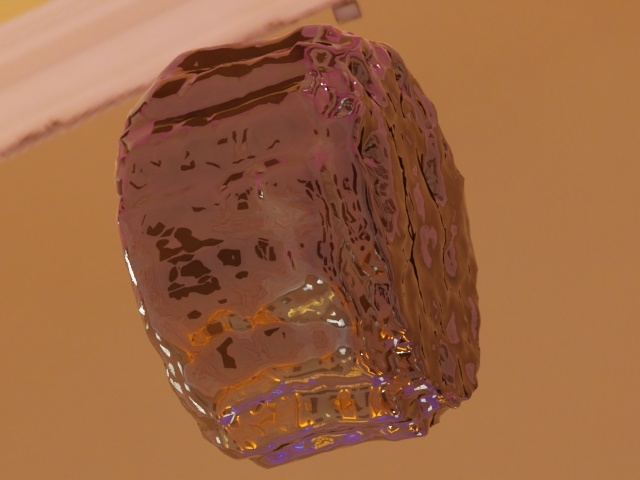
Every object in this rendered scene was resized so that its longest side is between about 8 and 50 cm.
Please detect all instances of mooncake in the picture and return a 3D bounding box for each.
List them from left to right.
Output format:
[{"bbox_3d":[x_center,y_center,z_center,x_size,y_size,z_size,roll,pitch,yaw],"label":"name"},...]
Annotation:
[{"bbox_3d":[-0.001,-0.001,0.912,0.187,0.324,0.323,-14,-115,19],"label":"mooncake"}]
